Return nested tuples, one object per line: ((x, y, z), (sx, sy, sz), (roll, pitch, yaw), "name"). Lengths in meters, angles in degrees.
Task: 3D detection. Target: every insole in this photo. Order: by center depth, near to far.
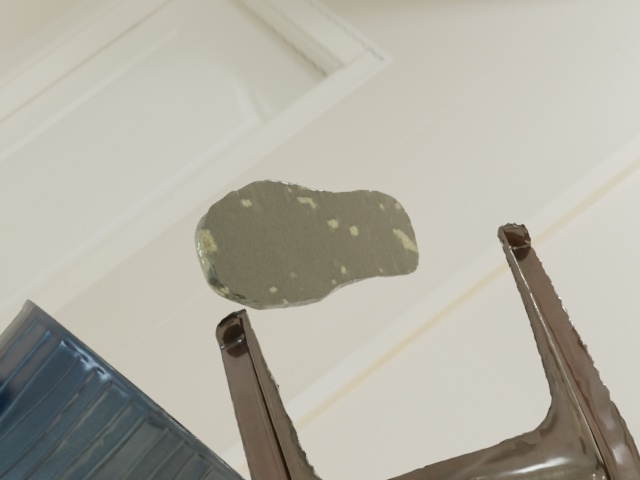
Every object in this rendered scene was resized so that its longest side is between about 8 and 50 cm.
((0.000, 0.000, 0.669), (0.248, 0.011, 0.081), (-4, 74, -57), "insole")

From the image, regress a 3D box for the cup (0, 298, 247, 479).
((-0.117, 0.099, 0.360), (0.150, 0.138, 0.113), (41, -14, -3), "cup")

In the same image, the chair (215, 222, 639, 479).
((0.074, 0.176, 0.438), (0.326, 0.175, 0.183), (-110, -178, -52), "chair")
